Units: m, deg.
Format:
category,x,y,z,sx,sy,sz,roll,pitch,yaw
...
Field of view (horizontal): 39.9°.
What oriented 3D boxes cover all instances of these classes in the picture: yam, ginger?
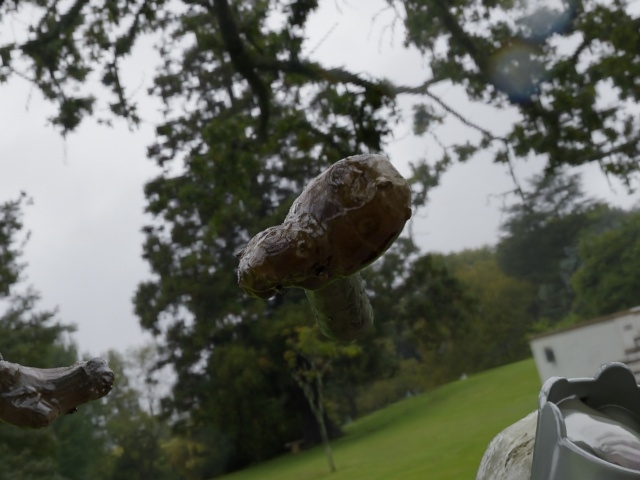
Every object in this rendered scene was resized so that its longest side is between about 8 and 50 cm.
category,x,y,z,sx,sy,sz,roll,pitch,yaw
yam,0.028,0.092,1.589,0.107,0.107,0.194,-16,-41,4
ginger,-0.404,0.174,1.091,0.290,0.084,0.122,11,17,-23
ginger,0.002,0.000,1.336,0.274,0.152,0.357,-43,0,-7

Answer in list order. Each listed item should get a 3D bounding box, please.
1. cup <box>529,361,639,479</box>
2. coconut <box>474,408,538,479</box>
category,x,y,z,sx,sy,sz,roll,pitch,yaw
cup,0.301,0.290,0.880,0.219,0.257,0.290,14,18,37
coconut,0.476,0.441,1.561,0.360,0.346,0.346,-29,-9,-4
